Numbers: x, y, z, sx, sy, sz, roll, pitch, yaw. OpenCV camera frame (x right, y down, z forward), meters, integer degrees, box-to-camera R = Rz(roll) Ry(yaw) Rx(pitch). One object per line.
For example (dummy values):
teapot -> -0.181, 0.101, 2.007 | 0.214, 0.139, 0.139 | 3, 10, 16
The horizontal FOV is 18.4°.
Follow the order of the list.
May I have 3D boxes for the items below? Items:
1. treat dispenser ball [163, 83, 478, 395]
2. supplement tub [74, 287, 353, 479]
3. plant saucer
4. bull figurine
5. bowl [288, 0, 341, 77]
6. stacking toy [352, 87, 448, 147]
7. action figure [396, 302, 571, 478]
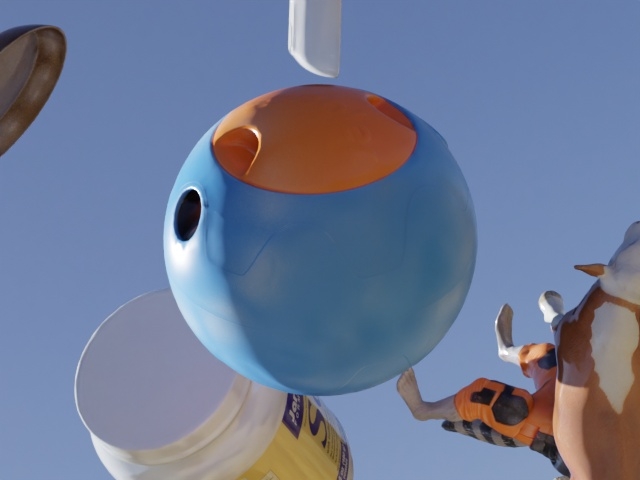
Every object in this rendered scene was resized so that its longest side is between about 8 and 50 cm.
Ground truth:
treat dispenser ball -> 0.000, 0.000, 1.815 | 0.288, 0.288, 0.288 | -30, -20, -12
supplement tub -> -0.123, 0.221, 2.303 | 0.241, 0.241, 0.331 | -35, -37, 0
plant saucer -> -0.287, -0.125, 1.727 | 0.168, 0.029, 0.168 | -48, -13, -15
bull figurine -> 0.256, 0.132, 1.764 | 0.101, 0.310, 0.188 | 0, 7, -3
bowl -> -0.006, -0.250, 2.162 | 0.053, 0.142, 0.142 | 2, 9, -3
stacking toy -> 0.041, -0.042, 2.694 | 0.166, 0.175, 0.302 | -54, 9, 49
action figure -> 0.299, 0.189, 2.147 | 0.341, 0.330, 0.178 | -13, -57, -50
